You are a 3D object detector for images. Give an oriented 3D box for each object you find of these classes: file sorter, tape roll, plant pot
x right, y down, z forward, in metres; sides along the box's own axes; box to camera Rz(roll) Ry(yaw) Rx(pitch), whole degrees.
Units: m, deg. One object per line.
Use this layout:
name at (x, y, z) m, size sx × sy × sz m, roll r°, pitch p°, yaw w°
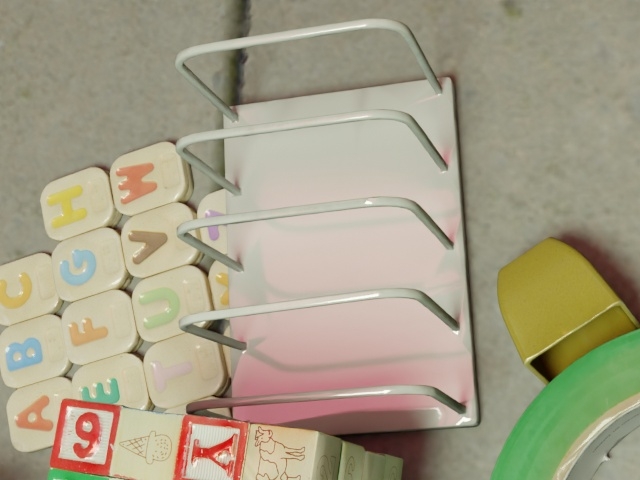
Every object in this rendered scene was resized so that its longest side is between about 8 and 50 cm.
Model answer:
file sorter at (0.000, 0.000, 0.990) m, size 0.193 × 0.173 × 0.277 m, roll -6°, pitch 76°, yaw 15°
tape roll at (0.269, 0.215, 0.893) m, size 0.321 × 0.077 × 0.321 m, roll -5°, pitch 76°, yaw 22°
plant pot at (0.174, 0.048, 0.975) m, size 0.081 × 0.081 × 0.083 m, roll -35°, pitch 57°, yaw 10°

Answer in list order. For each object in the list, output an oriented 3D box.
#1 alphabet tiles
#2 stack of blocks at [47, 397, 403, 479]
alphabet tiles at (-0.154, 0.064, 1.124) m, size 0.278 × 0.021 × 0.284 m, roll -17°, pitch 73°, yaw 16°
stack of blocks at (-0.035, 0.178, 0.902) m, size 0.171 × 0.297 × 0.087 m, roll 4°, pitch 78°, yaw 21°
